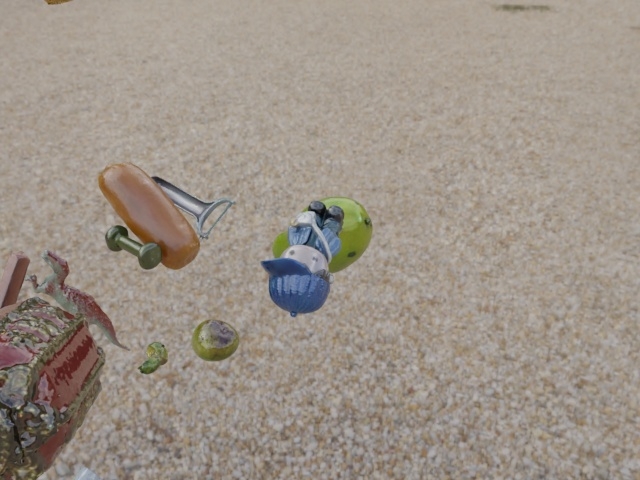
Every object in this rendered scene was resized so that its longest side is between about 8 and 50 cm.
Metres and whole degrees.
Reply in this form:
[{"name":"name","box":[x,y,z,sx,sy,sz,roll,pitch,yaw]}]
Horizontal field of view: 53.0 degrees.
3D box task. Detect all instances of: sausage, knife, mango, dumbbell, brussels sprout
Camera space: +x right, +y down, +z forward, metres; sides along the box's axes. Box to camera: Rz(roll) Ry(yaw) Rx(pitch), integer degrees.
[{"name":"sausage","box":[-0.483,0.086,0.989,0.030,0.147,0.035,18,-9,-16]},{"name":"knife","box":[-0.320,-0.083,1.516,0.278,0.053,0.123,27,70,37]},{"name":"mango","box":[0.000,0.000,1.518,0.293,0.175,0.143,-28,18,42]},{"name":"sausage","box":[-0.319,-0.052,1.201,0.238,0.098,0.098,49,43,3]},{"name":"dumbbell","box":[-0.339,0.012,1.161,0.118,0.052,0.046,23,39,32]},{"name":"brussels sprout","box":[-0.353,0.253,1.363,0.051,0.046,0.083,2,34,5]}]

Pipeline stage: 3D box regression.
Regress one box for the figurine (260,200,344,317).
[{"name":"figurine","box":[-0.019,0.019,0.785,0.086,0.087,0.149,17,48,7]}]

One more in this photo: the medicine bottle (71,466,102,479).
[{"name":"medicine bottle","box":[-0.513,0.553,1.103,0.110,0.110,0.352,15,49,26]}]

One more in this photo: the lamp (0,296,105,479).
[{"name":"lamp","box":[-0.346,0.167,0.728,0.177,0.177,0.274,-5,9,-6]}]

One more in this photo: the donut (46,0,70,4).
[{"name":"donut","box":[-0.504,-0.593,1.383,0.254,0.118,0.253,-16,27,9]}]

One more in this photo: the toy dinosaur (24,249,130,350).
[{"name":"toy dinosaur","box":[-0.433,0.127,1.181,0.242,0.167,0.053,40,37,-18]}]

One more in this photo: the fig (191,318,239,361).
[{"name":"fig","box":[-0.324,0.305,1.967,0.153,0.120,0.136,14,22,35]}]
